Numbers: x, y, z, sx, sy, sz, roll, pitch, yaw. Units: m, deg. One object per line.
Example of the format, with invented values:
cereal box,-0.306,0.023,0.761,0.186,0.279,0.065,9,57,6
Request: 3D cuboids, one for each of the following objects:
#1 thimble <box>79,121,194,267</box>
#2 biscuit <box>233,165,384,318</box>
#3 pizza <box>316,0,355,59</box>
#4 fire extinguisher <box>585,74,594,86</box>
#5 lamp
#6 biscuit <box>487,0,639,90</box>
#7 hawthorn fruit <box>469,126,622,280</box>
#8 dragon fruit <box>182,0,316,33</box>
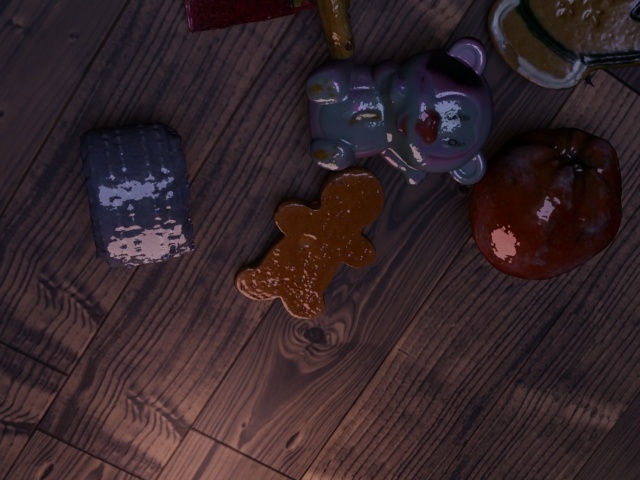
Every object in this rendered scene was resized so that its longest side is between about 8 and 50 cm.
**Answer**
thimble,-0.303,-0.077,1.845,0.172,0.205,0.237,-5,109,-8
biscuit,-0.001,-0.002,1.986,0.205,0.049,0.324,25,117,-18
pizza,0.024,-0.390,1.814,0.062,0.161,0.182,-14,106,4
fire extinguisher,0.511,-0.400,1.919,0.104,0.105,0.269,24,103,-16
lamp,0.143,-0.218,1.875,0.301,0.247,0.247,0,106,14
biscuit,0.461,-0.397,1.860,0.287,0.057,0.344,46,107,11
hawthorn fruit,0.388,-0.069,1.930,0.284,0.284,0.284,-3,109,-8
dragon fruit,-0.100,-0.431,1.774,0.126,0.274,0.161,-26,107,-44
